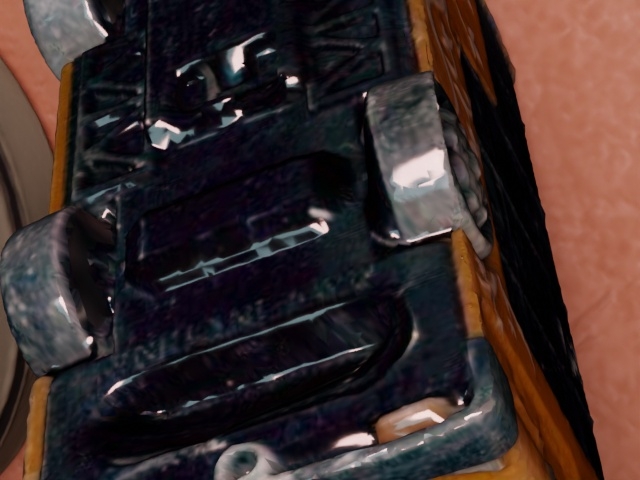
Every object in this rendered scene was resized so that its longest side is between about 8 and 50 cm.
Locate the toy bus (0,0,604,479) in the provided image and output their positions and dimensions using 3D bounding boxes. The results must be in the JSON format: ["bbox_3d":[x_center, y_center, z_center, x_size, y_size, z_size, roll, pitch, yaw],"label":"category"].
[{"bbox_3d":[0.000,0.000,0.565,0.162,0.323,0.194,-19,134,14],"label":"toy bus"}]

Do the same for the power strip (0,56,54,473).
[{"bbox_3d":[-0.297,0.030,0.727,0.357,0.161,0.357,2,101,11],"label":"power strip"}]
